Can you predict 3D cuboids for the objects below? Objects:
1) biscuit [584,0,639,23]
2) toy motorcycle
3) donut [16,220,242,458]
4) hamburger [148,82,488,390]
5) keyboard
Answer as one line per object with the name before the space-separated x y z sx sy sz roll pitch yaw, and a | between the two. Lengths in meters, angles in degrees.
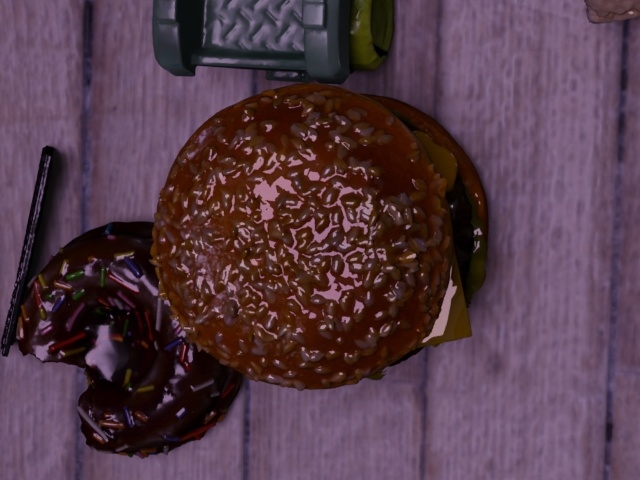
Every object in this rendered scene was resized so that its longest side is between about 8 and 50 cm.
biscuit | 0.231 -0.373 1.418 0.144 0.078 0.426 -8 125 16
toy motorcycle | -0.046 -0.302 1.566 0.191 0.200 0.326 4 97 19
donut | -0.179 0.095 1.693 0.216 0.096 0.230 -20 87 19
hamburger | 0.000 0.000 1.561 0.291 0.225 0.291 1 94 15
keyboard | -0.287 0.010 1.743 0.013 0.061 0.204 12 99 -10
